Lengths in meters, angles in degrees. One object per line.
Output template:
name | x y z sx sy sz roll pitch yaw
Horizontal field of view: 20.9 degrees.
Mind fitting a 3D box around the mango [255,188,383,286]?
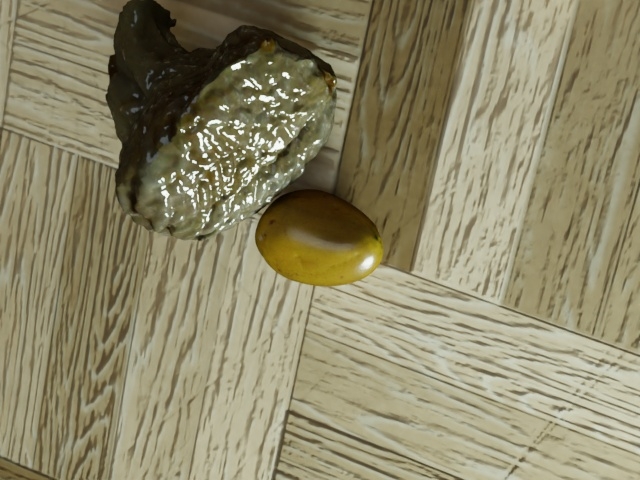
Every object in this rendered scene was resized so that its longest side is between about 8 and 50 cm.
mango | 0.000 0.000 1.465 0.114 0.060 0.080 3 110 21

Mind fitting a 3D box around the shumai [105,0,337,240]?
shumai | -0.100 -0.117 1.446 0.206 0.166 0.175 -40 52 10
